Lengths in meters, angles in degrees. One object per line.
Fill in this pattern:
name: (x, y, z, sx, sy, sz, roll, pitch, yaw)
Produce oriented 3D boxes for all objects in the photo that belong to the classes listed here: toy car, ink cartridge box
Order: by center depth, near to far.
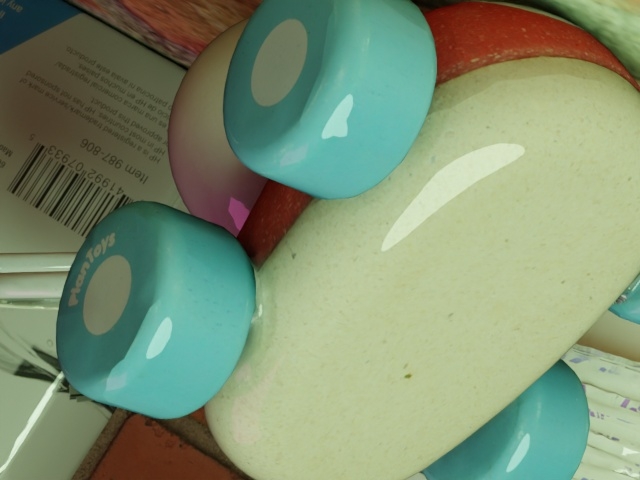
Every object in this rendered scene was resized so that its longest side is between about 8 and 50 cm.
toy car: (0.014, -0.040, 0.642, 0.219, 0.210, 0.238, 20, -150, -36)
ink cartridge box: (-0.265, 0.015, 1.194, 0.285, 0.395, 0.166, 31, 173, 14)

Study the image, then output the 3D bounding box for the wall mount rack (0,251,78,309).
wall mount rack: (-0.171, -0.029, 0.850, 0.304, 0.130, 0.350, 1, 178, -7)

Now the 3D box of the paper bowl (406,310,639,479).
paper bowl: (0.165, 0.110, 0.858, 0.284, 0.148, 0.284, 19, 169, 4)
